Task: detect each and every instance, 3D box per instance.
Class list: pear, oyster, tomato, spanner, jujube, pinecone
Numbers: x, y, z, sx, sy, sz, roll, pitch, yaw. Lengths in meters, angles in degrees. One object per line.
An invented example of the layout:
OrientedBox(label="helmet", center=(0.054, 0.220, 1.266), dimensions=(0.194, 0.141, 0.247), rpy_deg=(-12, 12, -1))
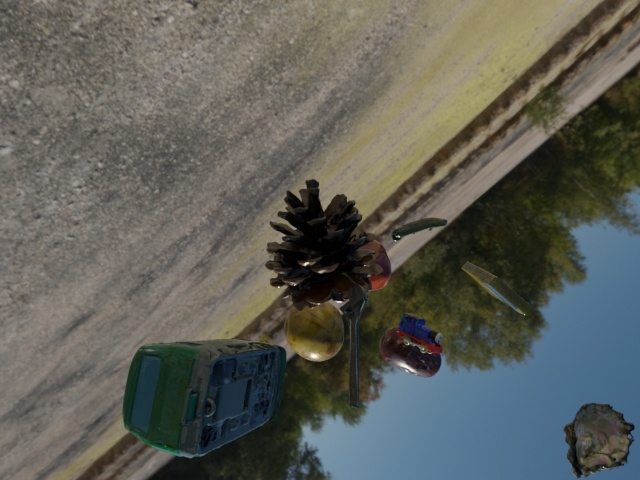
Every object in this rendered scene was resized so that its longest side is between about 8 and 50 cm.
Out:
OrientedBox(label="pear", center=(-0.028, 0.393, 2.145), dimensions=(0.280, 0.281, 0.281), rpy_deg=(-38, 169, -8))
OrientedBox(label="oyster", center=(0.884, 0.645, 1.541), dimensions=(0.260, 0.198, 0.092), rpy_deg=(-48, 165, -29))
OrientedBox(label="tomato", center=(0.189, 0.102, 2.031), dimensions=(0.231, 0.232, 0.189), rpy_deg=(-33, 170, -28))
OrientedBox(label="spanner", center=(0.090, 0.268, 1.266), dimensions=(0.093, 0.326, 0.026), rpy_deg=(-20, 149, 40))
OrientedBox(label="jujube", center=(0.452, 0.564, 2.441), dimensions=(0.223, 0.317, 0.223), rpy_deg=(-58, -174, 10))
OrientedBox(label="pinecone", center=(0.000, 0.000, 1.450), dimensions=(0.384, 0.384, 0.384), rpy_deg=(-38, 169, -8))

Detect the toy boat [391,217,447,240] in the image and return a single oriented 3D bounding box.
OrientedBox(label="toy boat", center=(0.358, -0.047, 1.760), dimensions=(0.210, 0.052, 0.104), rpy_deg=(-16, -178, 1))

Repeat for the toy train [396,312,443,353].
OrientedBox(label="toy train", center=(0.431, 0.403, 2.079), dimensions=(0.082, 0.203, 0.131), rpy_deg=(19, 91, -45))

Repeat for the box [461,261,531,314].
OrientedBox(label="box", center=(0.580, 0.153, 1.617), dimensions=(0.041, 0.153, 0.279), rpy_deg=(-48, -173, 5))

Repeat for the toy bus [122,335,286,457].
OrientedBox(label="toy bus", center=(-0.221, 0.288, 0.960), dimensions=(0.343, 0.199, 0.184), rpy_deg=(29, 68, -69))
